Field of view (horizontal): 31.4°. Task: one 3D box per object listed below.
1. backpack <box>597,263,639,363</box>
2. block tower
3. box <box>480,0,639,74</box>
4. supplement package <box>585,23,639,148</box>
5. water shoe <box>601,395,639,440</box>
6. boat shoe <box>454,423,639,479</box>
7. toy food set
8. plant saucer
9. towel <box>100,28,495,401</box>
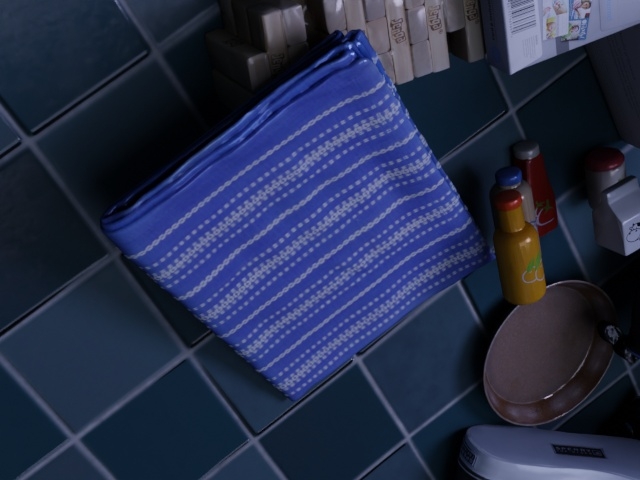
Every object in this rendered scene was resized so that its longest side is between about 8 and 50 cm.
[{"bbox_3d":[0.468,0.047,1.147,0.263,0.277,0.213,-18,125,-48],"label":"backpack"},{"bbox_3d":[0.079,-0.190,0.924,0.336,0.097,0.091,-21,121,-19],"label":"block tower"},{"bbox_3d":[0.210,-0.230,0.894,0.186,0.038,0.145,-22,122,-15],"label":"box"},{"bbox_3d":[0.393,-0.153,0.983,0.177,0.293,0.175,-36,124,-8],"label":"supplement package"},{"bbox_3d":[0.318,0.263,1.270,0.080,0.073,0.203,15,104,-30],"label":"water shoe"},{"bbox_3d":[0.290,0.274,1.192,0.306,0.113,0.104,8,110,-7],"label":"boat shoe"},{"bbox_3d":[0.237,-0.045,1.063,0.232,0.111,0.104,-27,121,-21],"label":"toy food set"},{"bbox_3d":[0.234,0.113,1.184,0.168,0.029,0.168,-11,117,-22],"label":"plant saucer"},{"bbox_3d":[0.000,0.000,0.939,0.243,0.040,0.336,-37,140,3],"label":"towel"}]
